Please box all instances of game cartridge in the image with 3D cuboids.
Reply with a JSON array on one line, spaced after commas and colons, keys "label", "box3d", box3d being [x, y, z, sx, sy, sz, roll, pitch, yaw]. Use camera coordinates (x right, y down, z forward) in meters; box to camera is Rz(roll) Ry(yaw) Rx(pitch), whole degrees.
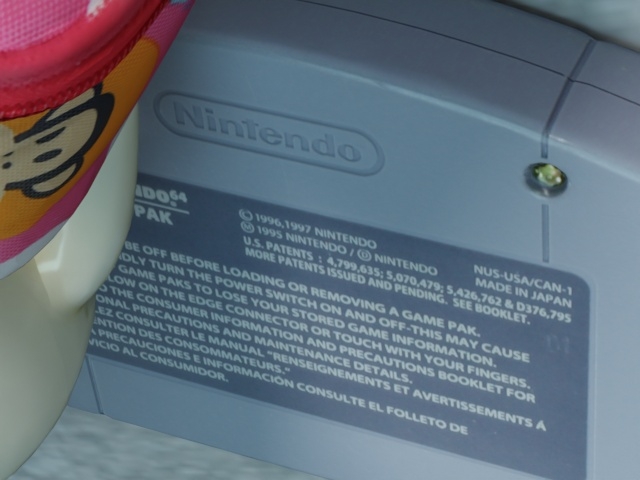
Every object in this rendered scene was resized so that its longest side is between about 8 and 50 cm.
[{"label": "game cartridge", "box3d": [0.000, 0.000, 0.623, 0.297, 0.062, 0.198, 14, 133, 20]}]

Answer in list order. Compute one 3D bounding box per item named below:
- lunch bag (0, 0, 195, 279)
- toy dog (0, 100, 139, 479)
[{"label": "lunch bag", "box3d": [-0.139, -0.150, 0.400, 0.293, 0.258, 0.120, 23, 151, -5]}, {"label": "toy dog", "box3d": [-0.291, -0.007, 0.511, 0.408, 0.284, 0.395, 35, 128, -23]}]
